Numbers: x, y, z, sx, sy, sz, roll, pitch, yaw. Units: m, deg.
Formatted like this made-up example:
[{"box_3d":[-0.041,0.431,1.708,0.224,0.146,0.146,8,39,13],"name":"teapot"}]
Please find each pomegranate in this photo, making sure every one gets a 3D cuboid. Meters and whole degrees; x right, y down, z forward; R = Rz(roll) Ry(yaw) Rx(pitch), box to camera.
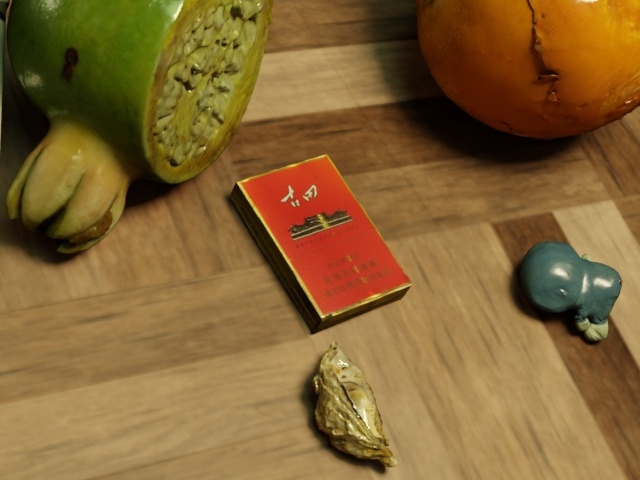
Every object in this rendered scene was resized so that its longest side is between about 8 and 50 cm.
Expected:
[{"box_3d":[-0.149,-0.120,0.984,0.159,0.240,0.190,21,17,18],"name":"pomegranate"}]

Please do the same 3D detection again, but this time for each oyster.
[{"box_3d":[0.020,0.120,0.963,0.081,0.038,0.083,45,18,-19],"name":"oyster"}]

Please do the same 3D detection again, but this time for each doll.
[{"box_3d":[0.200,0.031,1.080,0.083,0.050,0.076,18,47,-7],"name":"doll"}]

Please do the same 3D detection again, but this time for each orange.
[{"box_3d":[0.193,-0.202,1.121,0.240,0.240,0.240,11,53,-15],"name":"orange"}]

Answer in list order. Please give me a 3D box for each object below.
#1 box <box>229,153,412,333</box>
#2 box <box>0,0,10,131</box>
[{"box_3d":[0.000,0.000,1.034,0.090,0.023,0.133,-17,64,-33],"name":"box"},{"box_3d":[-0.311,-0.125,0.962,0.168,0.071,0.259,6,56,-19],"name":"box"}]
